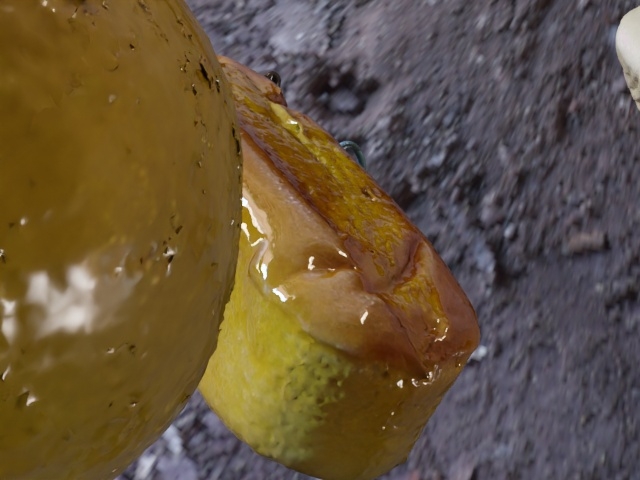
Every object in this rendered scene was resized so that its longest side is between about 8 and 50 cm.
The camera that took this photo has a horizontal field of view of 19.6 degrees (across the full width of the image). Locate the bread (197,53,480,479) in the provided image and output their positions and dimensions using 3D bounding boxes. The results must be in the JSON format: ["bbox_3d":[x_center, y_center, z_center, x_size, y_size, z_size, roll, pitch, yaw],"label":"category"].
[{"bbox_3d":[-0.025,-0.003,0.795,0.102,0.245,0.094,2,123,-35],"label":"bread"}]

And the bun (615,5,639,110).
[{"bbox_3d":[0.318,-0.088,1.397,0.116,0.210,0.237,-30,74,5],"label":"bun"}]

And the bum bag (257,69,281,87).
[{"bbox_3d":[-0.132,0.012,1.093,0.074,0.137,0.310,43,66,7],"label":"bum bag"}]

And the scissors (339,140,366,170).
[{"bbox_3d":[0.000,0.000,1.095,0.058,0.014,0.119,-1,98,-31],"label":"scissors"}]

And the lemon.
[{"bbox_3d":[-0.103,-0.014,0.429,0.173,0.173,0.206,20,141,6],"label":"lemon"}]
